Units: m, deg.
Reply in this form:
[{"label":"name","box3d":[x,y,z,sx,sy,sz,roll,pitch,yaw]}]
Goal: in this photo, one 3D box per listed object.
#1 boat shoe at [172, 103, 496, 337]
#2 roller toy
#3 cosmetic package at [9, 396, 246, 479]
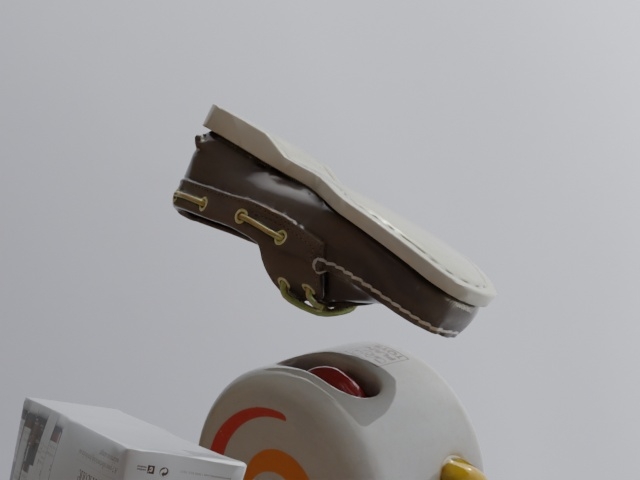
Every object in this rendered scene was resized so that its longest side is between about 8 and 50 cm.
[{"label":"boat shoe","box3d":[0.000,0.000,1.256,0.324,0.117,0.096,35,-83,43]},{"label":"roller toy","box3d":[0.019,0.173,1.241,0.209,0.146,0.191,-40,-110,42]},{"label":"cosmetic package","box3d":[-0.107,0.138,0.828,0.239,0.060,0.098,179,-80,-70]}]
